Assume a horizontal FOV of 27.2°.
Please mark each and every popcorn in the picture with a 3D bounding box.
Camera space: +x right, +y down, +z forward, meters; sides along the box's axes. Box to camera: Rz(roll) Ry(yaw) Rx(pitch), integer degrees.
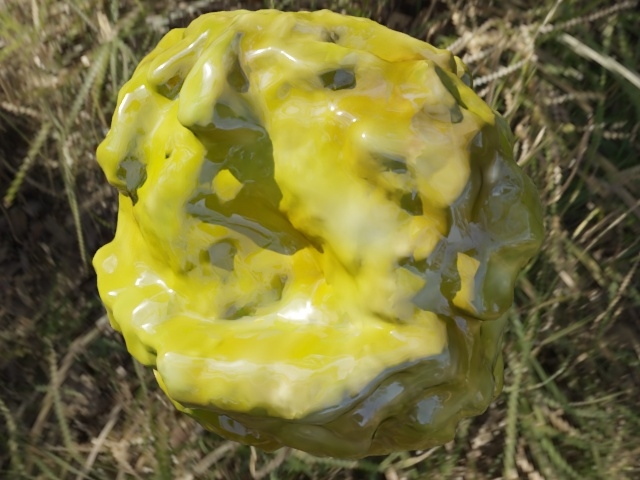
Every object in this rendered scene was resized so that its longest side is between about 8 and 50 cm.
[{"bbox_3d":[0.004,-0.003,0.544,0.197,0.155,0.197,2,93,34],"label":"popcorn"}]
